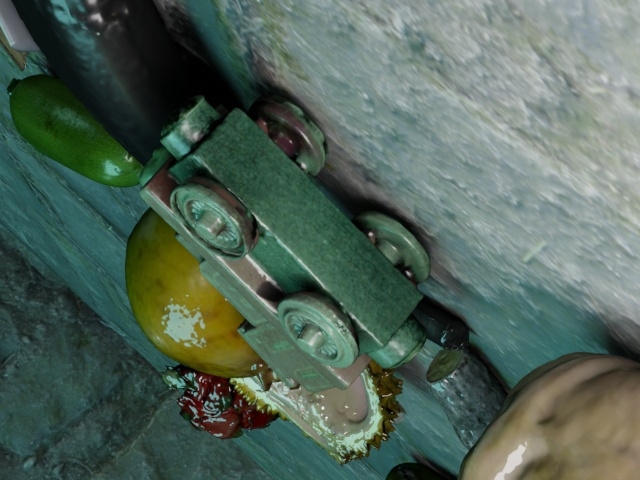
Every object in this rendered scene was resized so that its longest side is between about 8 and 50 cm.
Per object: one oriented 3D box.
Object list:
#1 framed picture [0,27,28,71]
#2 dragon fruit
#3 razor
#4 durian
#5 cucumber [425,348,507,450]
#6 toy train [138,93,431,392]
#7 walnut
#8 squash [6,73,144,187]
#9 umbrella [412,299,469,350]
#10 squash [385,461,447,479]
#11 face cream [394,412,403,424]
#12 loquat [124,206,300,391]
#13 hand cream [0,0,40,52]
[{"bbox_3d":[-0.380,-0.336,1.603,0.293,0.018,0.231,56,-169,-45],"label":"framed picture"},{"bbox_3d":[-0.118,0.193,2.274,0.182,0.188,0.182,10,122,17],"label":"dragon fruit"},{"bbox_3d":[-0.187,-0.170,1.517,0.189,0.107,0.327,38,166,47],"label":"razor"},{"bbox_3d":[0.009,0.146,1.835,0.250,0.183,0.138,34,-161,31],"label":"durian"},{"bbox_3d":[0.147,0.154,1.559,0.064,0.064,0.112,26,153,56],"label":"cucumber"},{"bbox_3d":[-0.043,0.004,1.437,0.304,0.150,0.221,47,154,-11],"label":"toy train"},{"bbox_3d":[0.209,0.206,1.160,0.248,0.248,0.248,43,167,13],"label":"walnut"},{"bbox_3d":[-0.313,-0.143,2.022,0.379,0.101,0.101,32,161,51],"label":"squash"},{"bbox_3d":[0.096,0.072,1.538,0.133,0.031,0.036,27,131,55],"label":"umbrella"},{"bbox_3d":[0.173,0.357,2.053,0.087,0.087,0.331,52,164,-26],"label":"squash"},{"bbox_3d":[0.061,0.192,2.036,0.115,0.020,0.038,42,168,30],"label":"face cream"},{"bbox_3d":[-0.091,0.053,1.664,0.246,0.213,0.213,58,172,22],"label":"loquat"},{"bbox_3d":[-0.331,-0.298,1.556,0.255,0.048,0.079,65,-156,1],"label":"hand cream"}]
